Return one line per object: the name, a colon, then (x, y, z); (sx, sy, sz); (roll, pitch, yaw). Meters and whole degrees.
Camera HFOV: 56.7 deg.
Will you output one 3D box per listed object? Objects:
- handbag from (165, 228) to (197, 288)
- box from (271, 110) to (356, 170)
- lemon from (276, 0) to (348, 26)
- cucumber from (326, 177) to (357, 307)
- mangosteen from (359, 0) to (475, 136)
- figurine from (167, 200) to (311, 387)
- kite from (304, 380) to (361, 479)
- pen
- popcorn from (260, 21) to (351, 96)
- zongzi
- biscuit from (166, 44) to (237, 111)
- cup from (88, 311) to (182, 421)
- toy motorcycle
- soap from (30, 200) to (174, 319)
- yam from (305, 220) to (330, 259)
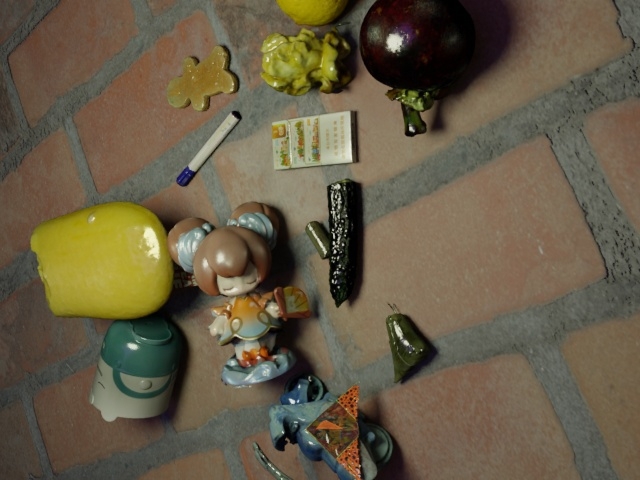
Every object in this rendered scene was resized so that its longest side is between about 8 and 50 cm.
handbag: (-0.422, 0.055, 1.628); (0.297, 0.151, 0.171); (-4, 94, 26)
box: (-0.018, -0.237, 1.416); (0.220, 0.032, 0.122); (-1, 93, 32)
lemon: (-0.015, -0.575, 1.307); (0.178, 0.178, 0.203); (27, 106, 27)
cucumber: (0.051, 0.006, 1.373); (0.072, 0.072, 0.301); (1, 94, 31)
mangosteen: (0.189, -0.350, 1.172); (0.231, 0.231, 0.290); (8, 103, 31)
figurine: (-0.187, 0.117, 1.418); (0.248, 0.276, 0.389); (-162, 57, -71)
kite: (0.027, 0.409, 1.281); (0.125, 0.008, 0.223); (0, 57, 0)
pen: (-0.303, -0.244, 1.590); (0.269, 0.033, 0.033); (-44, 72, 26)
popcorn: (-0.036, -0.408, 1.337); (0.195, 0.168, 0.174); (3, 75, 26)
zongzi: (0.160, 0.227, 1.335); (0.154, 0.062, 0.130); (52, 129, 24)
biscuit: (-0.324, -0.424, 1.591); (0.234, 0.030, 0.153); (-20, 83, 31)
cup: (-0.519, 0.332, 1.677); (0.289, 0.219, 0.258); (40, 116, 57)
toy motorcycle: (-0.003, 0.446, 1.343); (0.319, 0.241, 0.182); (31, 115, 27)
soap: (-0.555, 0.056, 1.543); (0.426, 0.115, 0.306); (-5, 92, 25)
yam: (0.000, 0.000, 1.419); (0.043, 0.043, 0.094); (-40, 72, 27)
